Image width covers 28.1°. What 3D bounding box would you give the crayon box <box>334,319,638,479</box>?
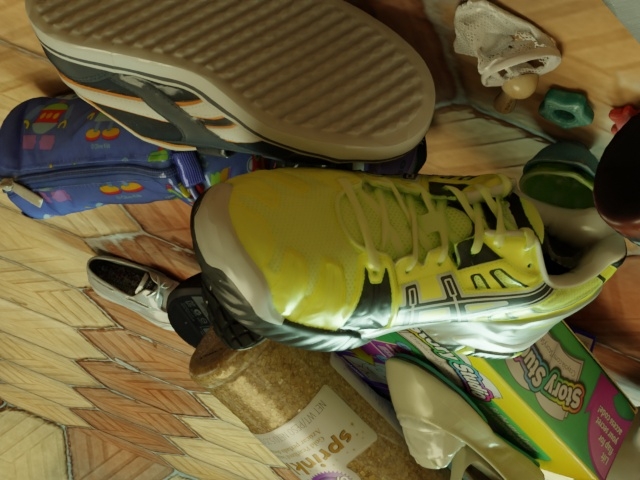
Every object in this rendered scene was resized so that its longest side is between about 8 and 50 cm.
[{"bbox_3d":[0.108,0.098,1.325,0.313,0.106,0.363,8,152,45],"label":"crayon box"}]

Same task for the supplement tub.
[{"bbox_3d":[0.301,-0.014,0.936,0.198,0.106,0.106,29,158,-27],"label":"supplement tub"}]

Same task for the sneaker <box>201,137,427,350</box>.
[{"bbox_3d":[0.000,0.000,1.125,0.124,0.107,0.283,-8,148,-40],"label":"sneaker"}]

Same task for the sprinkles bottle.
[{"bbox_3d":[0.027,0.207,1.300,0.355,0.121,0.121,46,151,-19],"label":"sprinkles bottle"}]

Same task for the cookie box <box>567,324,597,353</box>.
[{"bbox_3d":[0.246,0.122,1.413,0.091,0.040,0.107,22,160,6],"label":"cookie box"}]

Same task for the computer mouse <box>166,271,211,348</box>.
[{"bbox_3d":[-0.070,0.083,1.567,0.272,0.072,0.188,-4,128,37],"label":"computer mouse"}]

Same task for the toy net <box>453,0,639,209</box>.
[{"bbox_3d":[0.174,-0.094,0.948,0.122,0.045,0.232,3,153,39],"label":"toy net"}]

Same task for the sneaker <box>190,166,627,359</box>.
[{"bbox_3d":[0.072,-0.005,0.943,0.384,0.145,0.147,5,147,-44],"label":"sneaker"}]

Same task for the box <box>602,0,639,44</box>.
[{"bbox_3d":[0.299,-0.119,0.754,0.183,0.056,0.231,-3,148,46],"label":"box"}]

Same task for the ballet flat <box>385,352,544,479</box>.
[{"bbox_3d":[0.138,0.206,1.267,0.248,0.086,0.086,41,152,-31],"label":"ballet flat"}]

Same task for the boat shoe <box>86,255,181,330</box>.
[{"bbox_3d":[-0.230,0.065,1.709,0.184,0.066,0.063,26,162,14],"label":"boat shoe"}]

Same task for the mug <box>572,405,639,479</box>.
[{"bbox_3d":[0.443,0.286,1.375,0.328,0.276,0.374,18,133,19],"label":"mug"}]

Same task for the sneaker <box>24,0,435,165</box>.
[{"bbox_3d":[-0.063,-0.128,0.983,0.321,0.126,0.127,21,159,13],"label":"sneaker"}]

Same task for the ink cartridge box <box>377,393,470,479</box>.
[{"bbox_3d":[0.104,0.251,1.482,0.311,0.065,0.186,29,164,-13],"label":"ink cartridge box"}]

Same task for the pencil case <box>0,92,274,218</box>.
[{"bbox_3d":[-0.188,-0.082,1.205,0.306,0.133,0.119,0,121,42],"label":"pencil case"}]
